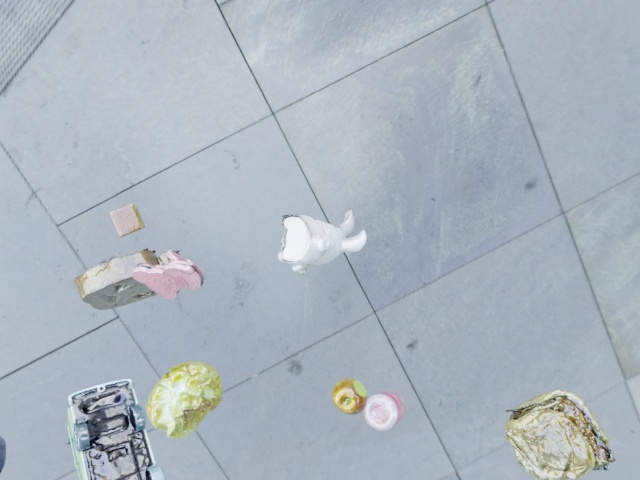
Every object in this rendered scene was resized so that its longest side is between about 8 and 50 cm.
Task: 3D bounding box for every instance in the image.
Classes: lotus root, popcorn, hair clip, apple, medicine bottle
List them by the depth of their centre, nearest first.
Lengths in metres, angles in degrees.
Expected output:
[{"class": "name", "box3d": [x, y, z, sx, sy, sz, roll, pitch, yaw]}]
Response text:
[{"class": "hair clip", "box3d": [-0.338, 0.084, 0.994, 0.102, 0.138, 0.123, -54, 135, -19]}, {"class": "popcorn", "box3d": [-0.394, 0.459, 1.282, 0.184, 0.204, 0.221, 41, 88, 26]}, {"class": "apple", "box3d": [0.088, 0.494, 1.377, 0.099, 0.102, 0.114, -38, 73, 17]}, {"class": "lotus root", "box3d": [-0.689, 0.151, 1.599, 0.375, 0.391, 0.111, -29, 77, 28]}, {"class": "medicine bottle", "box3d": [0.279, 0.704, 1.831, 0.147, 0.247, 0.147, -5, 77, 22]}]

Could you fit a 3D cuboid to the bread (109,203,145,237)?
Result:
[{"class": "bread", "box3d": [-0.672, -0.069, 1.518, 0.090, 0.035, 0.094, -21, 95, -2]}]

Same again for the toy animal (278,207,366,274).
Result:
[{"class": "toy animal", "box3d": [-0.006, -0.001, 1.547, 0.247, 0.310, 0.182, -26, 73, 31]}]

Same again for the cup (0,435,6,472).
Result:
[{"class": "cup", "box3d": [-0.640, 0.299, 0.622, 0.255, 0.178, 0.256, -9, 127, 21]}]

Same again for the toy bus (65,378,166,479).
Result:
[{"class": "toy bus", "box3d": [-0.416, 0.441, 0.872, 0.134, 0.276, 0.164, -5, 141, -39]}]

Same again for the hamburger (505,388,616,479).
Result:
[{"class": "hamburger", "box3d": [0.542, 0.445, 1.009, 0.206, 0.130, 0.183, -41, 72, 35]}]
